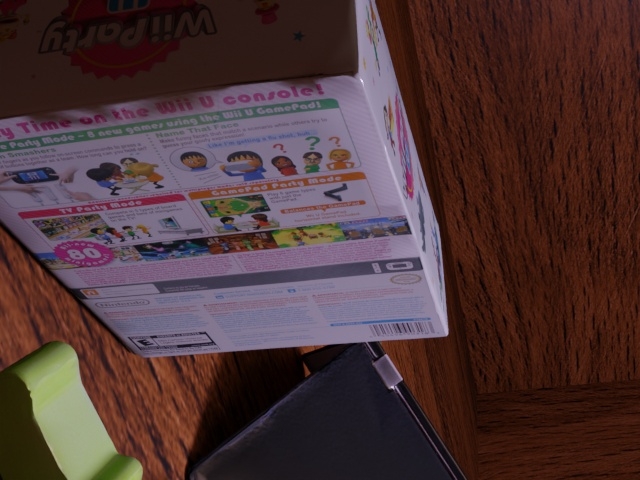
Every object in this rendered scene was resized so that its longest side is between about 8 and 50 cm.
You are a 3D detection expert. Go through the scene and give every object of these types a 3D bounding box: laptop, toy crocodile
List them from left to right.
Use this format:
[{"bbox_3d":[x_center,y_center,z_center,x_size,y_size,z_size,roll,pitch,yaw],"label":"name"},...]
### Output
[{"bbox_3d":[-0.107,0.219,0.572,0.115,0.105,0.340,-25,107,-79],"label":"toy crocodile"},{"bbox_3d":[0.045,0.310,1.116,0.382,0.236,0.408,58,-17,1],"label":"laptop"}]

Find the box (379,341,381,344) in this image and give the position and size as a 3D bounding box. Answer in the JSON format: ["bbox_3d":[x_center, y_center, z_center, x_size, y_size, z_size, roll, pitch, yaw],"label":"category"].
[{"bbox_3d":[0.045,0.076,1.607,0.184,0.045,0.191,47,37,-76],"label":"box"}]

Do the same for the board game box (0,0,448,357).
[{"bbox_3d":[-0.057,-0.034,0.680,0.303,0.224,0.097,64,23,-61],"label":"board game box"}]
